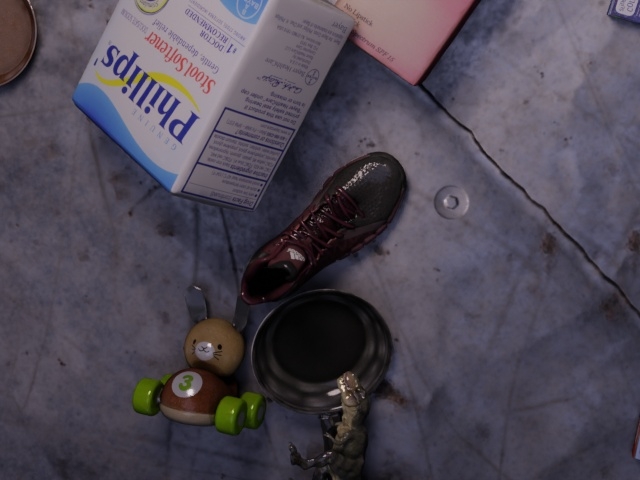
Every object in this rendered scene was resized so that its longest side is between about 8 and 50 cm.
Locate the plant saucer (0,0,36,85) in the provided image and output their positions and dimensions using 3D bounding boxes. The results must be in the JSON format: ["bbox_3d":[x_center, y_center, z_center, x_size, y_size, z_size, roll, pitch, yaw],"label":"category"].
[{"bbox_3d":[-0.476,-0.300,1.750,0.169,0.029,0.168,2,101,10],"label":"plant saucer"}]

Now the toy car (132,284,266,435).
[{"bbox_3d":[-0.156,0.161,1.738,0.155,0.149,0.188,10,91,18],"label":"toy car"}]

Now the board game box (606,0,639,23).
[{"bbox_3d":[0.461,-0.366,1.580,0.136,0.035,0.201,18,103,5],"label":"board game box"}]

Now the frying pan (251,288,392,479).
[{"bbox_3d":[0.031,0.202,1.752,0.197,0.053,0.326,-29,115,5],"label":"frying pan"}]

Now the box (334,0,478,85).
[{"bbox_3d":[0.134,-0.335,1.592,0.149,0.127,0.232,35,105,2],"label":"box"}]

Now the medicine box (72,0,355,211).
[{"bbox_3d":[-0.143,-0.228,1.586,0.263,0.149,0.289,40,107,38],"label":"medicine box"}]

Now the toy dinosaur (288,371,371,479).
[{"bbox_3d":[0.015,0.317,1.740,0.118,0.064,0.268,-6,114,-11],"label":"toy dinosaur"}]

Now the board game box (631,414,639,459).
[{"bbox_3d":[0.521,0.175,1.679,0.145,0.027,0.281,11,102,9],"label":"board game box"}]

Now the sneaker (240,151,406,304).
[{"bbox_3d":[0.000,0.000,1.660,0.106,0.162,0.281,46,105,-1],"label":"sneaker"}]
